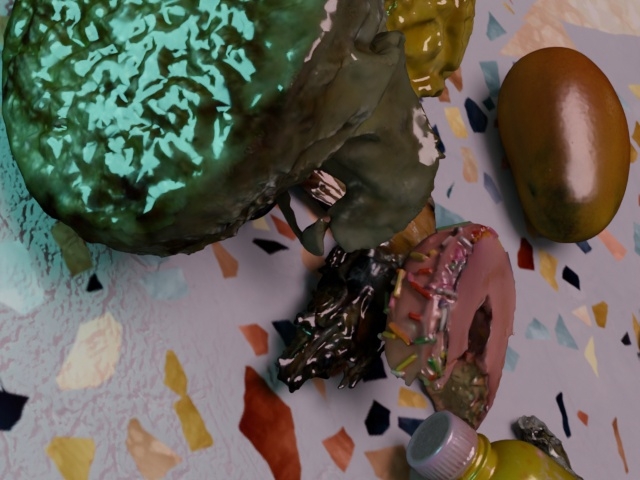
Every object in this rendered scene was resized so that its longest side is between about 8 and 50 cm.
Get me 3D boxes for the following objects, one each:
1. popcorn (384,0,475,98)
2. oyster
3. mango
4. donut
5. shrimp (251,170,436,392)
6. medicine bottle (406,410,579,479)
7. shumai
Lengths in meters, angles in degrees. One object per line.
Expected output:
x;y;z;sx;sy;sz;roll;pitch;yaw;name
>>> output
0.053;-0.248;1.607;0.249;0.249;0.225;6;91;-42;popcorn
0.258;0.243;1.639;0.098;0.037;0.100;28;26;-54;oyster
0.309;-0.118;1.822;0.176;0.139;0.254;-1;75;-32;mango
0.134;0.078;1.501;0.233;0.085;0.199;48;54;-58;donut
0.000;0.000;1.510;0.233;0.071;0.365;40;45;-6;shrimp
0.184;0.258;1.483;0.212;0.122;0.121;39;45;-20;medicine bottle
-0.069;-0.158;1.367;0.348;0.395;0.395;24;48;-59;shumai
